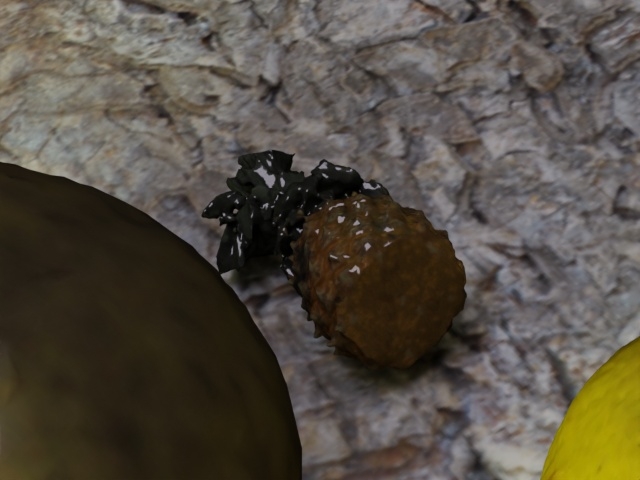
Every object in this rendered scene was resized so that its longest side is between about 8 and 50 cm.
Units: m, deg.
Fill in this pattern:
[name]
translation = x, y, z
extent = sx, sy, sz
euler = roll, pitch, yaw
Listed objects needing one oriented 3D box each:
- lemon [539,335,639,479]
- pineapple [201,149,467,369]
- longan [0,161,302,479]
[lemon]
translation = 0.228, 0.155, 0.799
extent = 0.260, 0.260, 0.284
euler = -2, 46, 22
[pineapple]
translation = 0.000, 0.000, 1.176
extent = 0.119, 0.111, 0.237
euler = -3, 23, -28
[longan]
translation = -0.201, 0.144, 0.923
extent = 0.391, 0.391, 0.391
euler = -12, 42, 11
